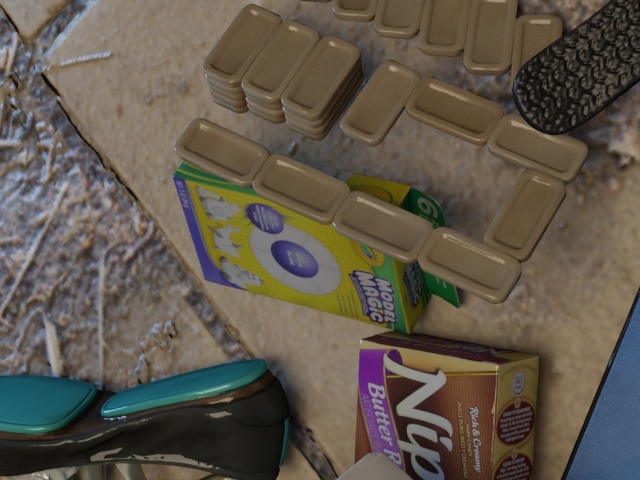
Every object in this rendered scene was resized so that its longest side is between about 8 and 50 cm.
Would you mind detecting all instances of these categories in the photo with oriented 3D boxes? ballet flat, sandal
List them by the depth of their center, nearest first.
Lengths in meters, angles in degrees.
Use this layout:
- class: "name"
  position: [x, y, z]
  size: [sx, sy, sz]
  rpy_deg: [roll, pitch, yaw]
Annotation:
- class: "sandal"
  position: [0.193, -0.125, 1.110]
  size: [0.179, 0.040, 0.067]
  rpy_deg: [-32, 87, 7]
- class: "ballet flat"
  position: [-0.150, 0.142, 1.293]
  size: [0.280, 0.095, 0.096]
  rpy_deg: [-5, 105, 27]

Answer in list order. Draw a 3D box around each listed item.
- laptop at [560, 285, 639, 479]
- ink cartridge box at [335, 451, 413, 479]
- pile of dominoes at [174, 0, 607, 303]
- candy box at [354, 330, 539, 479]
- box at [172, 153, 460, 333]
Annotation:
- class: "laptop"
  position: [0.252, 0.202, 0.979]
  size: [0.236, 0.408, 0.382]
  rpy_deg: [20, 105, 2]
- class: "ink cartridge box"
  position: [0.035, 0.290, 1.135]
  size: [0.198, 0.114, 0.273]
  rpy_deg: [41, 141, 18]
- class: "pile of dominoes"
  position: [0.050, -0.080, 1.162]
  size: [0.251, 0.040, 0.196]
  rpy_deg: [26, 68, 21]
- class: "candy box"
  position: [0.077, 0.158, 1.190]
  size: [0.109, 0.053, 0.187]
  rpy_deg: [9, 101, 38]
- class: "box"
  position: [0.000, 0.000, 1.199]
  size: [0.179, 0.043, 0.105]
  rpy_deg: [12, 141, 24]
